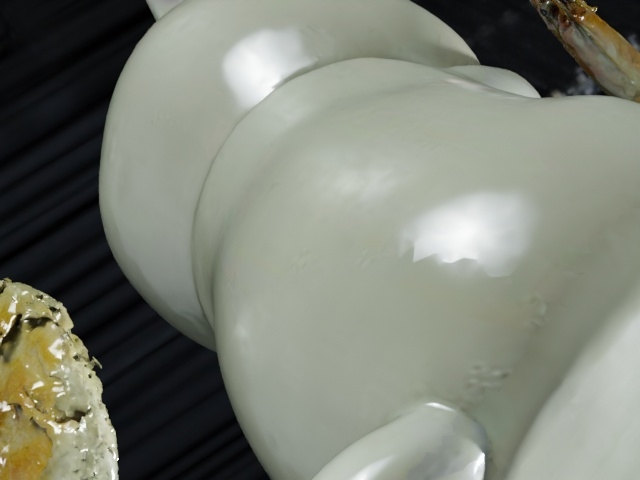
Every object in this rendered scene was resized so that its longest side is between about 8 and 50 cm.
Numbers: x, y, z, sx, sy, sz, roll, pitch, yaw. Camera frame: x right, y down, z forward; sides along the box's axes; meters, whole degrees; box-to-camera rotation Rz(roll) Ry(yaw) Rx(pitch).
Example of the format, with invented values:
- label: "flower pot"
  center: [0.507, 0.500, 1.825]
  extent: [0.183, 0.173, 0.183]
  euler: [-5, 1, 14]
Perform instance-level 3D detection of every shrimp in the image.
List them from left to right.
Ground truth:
- label: "shrimp"
  center: [0.343, -0.224, 1.401]
  extent: [0.294, 0.062, 0.154]
  euler: [46, 3, -18]

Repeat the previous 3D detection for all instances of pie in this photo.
- label: "pie"
  center: [-0.264, 0.159, 0.824]
  extent: [0.274, 0.274, 0.055]
  euler: [54, 12, 24]

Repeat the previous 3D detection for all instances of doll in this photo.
- label: "doll"
  center: [0.031, 0.005, 0.517]
  extent: [0.370, 0.226, 0.215]
  euler: [-125, -143, -53]
